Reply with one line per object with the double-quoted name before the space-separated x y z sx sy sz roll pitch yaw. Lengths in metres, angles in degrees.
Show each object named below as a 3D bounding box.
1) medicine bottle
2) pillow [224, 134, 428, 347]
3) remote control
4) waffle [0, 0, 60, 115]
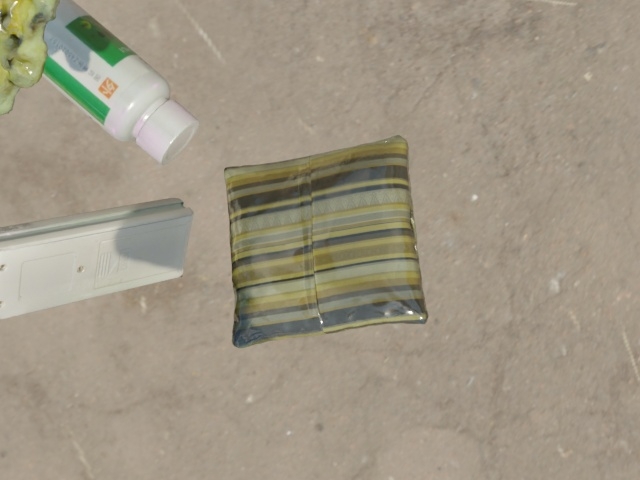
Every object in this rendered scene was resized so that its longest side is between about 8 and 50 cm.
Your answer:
"medicine bottle" -0.259 -0.194 1.098 0.260 0.095 0.095 42 120 5
"pillow" 0.000 0.000 0.998 0.208 0.052 0.212 -9 69 11
"remote control" -0.291 0.018 1.182 0.055 0.277 0.103 39 127 36
"waffle" -0.252 -0.186 0.632 0.223 0.054 0.204 50 124 12
